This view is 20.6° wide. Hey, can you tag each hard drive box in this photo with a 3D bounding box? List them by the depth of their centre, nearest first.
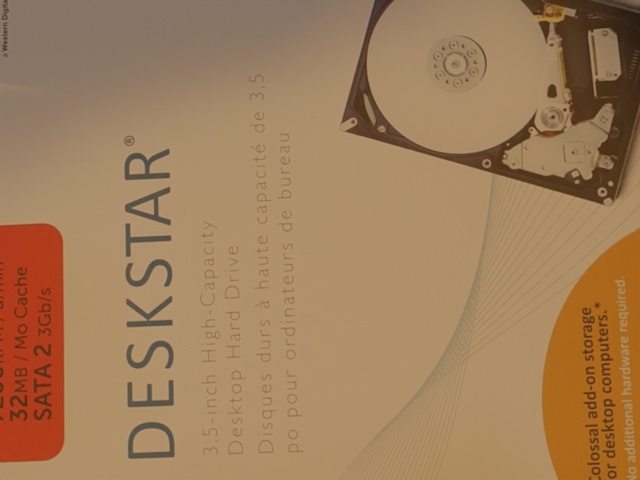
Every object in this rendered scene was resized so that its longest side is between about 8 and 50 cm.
[{"bbox_3d":[0.000,0.000,0.533,0.232,0.089,0.181,-3,80,4],"label":"hard drive box"}]
